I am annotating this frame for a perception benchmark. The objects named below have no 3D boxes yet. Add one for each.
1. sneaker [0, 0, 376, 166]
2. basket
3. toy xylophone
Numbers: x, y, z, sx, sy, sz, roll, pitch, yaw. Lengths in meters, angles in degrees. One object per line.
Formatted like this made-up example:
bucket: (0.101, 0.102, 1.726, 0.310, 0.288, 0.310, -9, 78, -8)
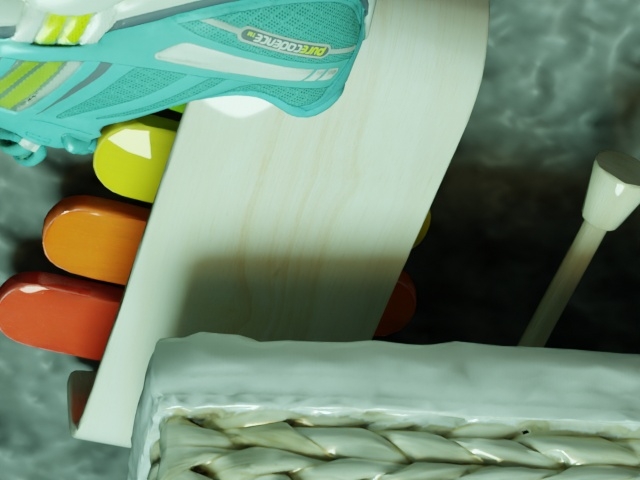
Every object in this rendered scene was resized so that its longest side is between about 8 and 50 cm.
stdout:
sneaker: (-0.114, -0.070, 0.668, 0.275, 0.107, 0.110, -5, 130, -7)
basket: (0.075, 0.233, 0.857, 0.331, 0.266, 0.328, 2, 147, -7)
toy xylophone: (0.000, 0.000, 0.868, 0.236, 0.081, 0.323, 19, 124, -19)
